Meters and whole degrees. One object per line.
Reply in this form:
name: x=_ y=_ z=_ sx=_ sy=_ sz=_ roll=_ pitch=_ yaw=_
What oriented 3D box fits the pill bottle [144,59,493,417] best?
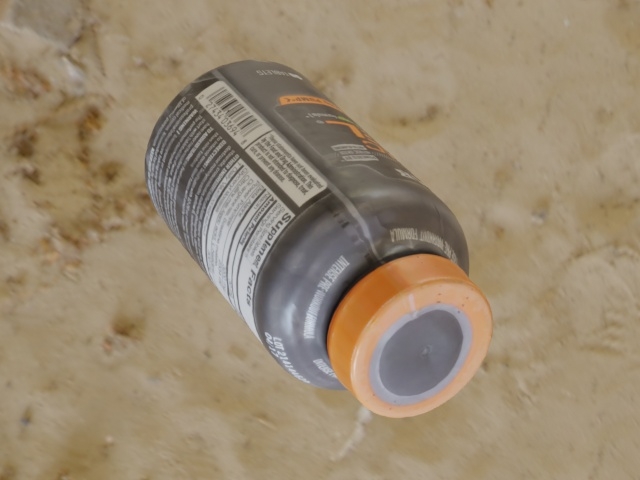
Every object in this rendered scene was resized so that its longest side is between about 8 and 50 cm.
pill bottle: x=0.000 y=0.000 z=0.879 sx=0.130 sy=0.130 sz=0.245 roll=-43 pitch=42 yaw=0
